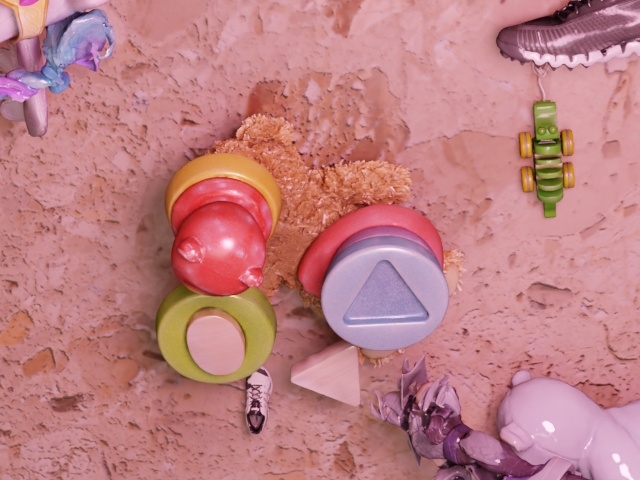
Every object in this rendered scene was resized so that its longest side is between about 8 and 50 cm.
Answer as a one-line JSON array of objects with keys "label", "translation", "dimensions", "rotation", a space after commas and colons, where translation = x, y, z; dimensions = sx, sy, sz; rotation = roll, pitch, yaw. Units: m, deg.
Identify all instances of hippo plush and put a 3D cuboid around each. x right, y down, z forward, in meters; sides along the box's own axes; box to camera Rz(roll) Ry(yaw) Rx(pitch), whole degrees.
[{"label": "hippo plush", "translation": [0.304, 0.249, 1.950], "dimensions": [0.236, 0.234, 0.294], "rotation": [12, 116, -2]}]

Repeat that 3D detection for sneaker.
[{"label": "sneaker", "translation": [-0.071, 0.183, 2.041], "dimensions": [0.032, 0.037, 0.083], "rotation": [-1, 111, 4]}, {"label": "sneaker", "translation": [0.296, -0.235, 1.835], "dimensions": [0.234, 0.078, 0.106], "rotation": [-3, 110, -1]}]

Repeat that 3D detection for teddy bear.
[{"label": "teddy bear", "translation": [0.000, 0.000, 1.937], "dimensions": [0.338, 0.113, 0.245], "rotation": [20, 119, -15]}]

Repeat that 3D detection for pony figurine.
[{"label": "pony figurine", "translation": [-0.294, -0.253, 1.732], "dimensions": [0.363, 0.351, 0.303], "rotation": [-40, 111, -3]}]

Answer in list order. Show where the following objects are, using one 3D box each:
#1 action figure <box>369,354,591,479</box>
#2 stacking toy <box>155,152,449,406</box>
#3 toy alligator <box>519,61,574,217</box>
[{"label": "action figure", "translation": [0.163, 0.224, 1.863], "dimensions": [0.285, 0.099, 0.185], "rotation": [26, 157, 31]}, {"label": "stacking toy", "translation": [-0.032, 0.080, 1.846], "dimensions": [0.309, 0.130, 0.279], "rotation": [13, 123, -10]}, {"label": "toy alligator", "translation": [0.241, -0.106, 1.901], "dimensions": [0.056, 0.051, 0.189], "rotation": [-4, 113, 3]}]
